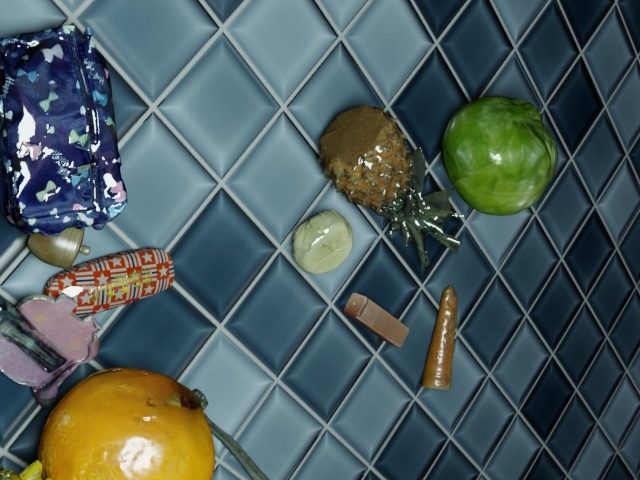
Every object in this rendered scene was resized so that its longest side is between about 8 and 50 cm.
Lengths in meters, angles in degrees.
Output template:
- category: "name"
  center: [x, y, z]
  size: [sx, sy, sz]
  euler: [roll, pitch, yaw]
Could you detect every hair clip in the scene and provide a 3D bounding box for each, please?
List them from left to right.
- category: "hair clip"
  center: [-0.382, 0.132, 1.091]
  size: [0.146, 0.056, 0.187]
  euler: [-40, 135, 0]

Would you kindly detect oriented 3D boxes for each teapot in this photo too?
- category: "teapot"
  center: [-0.350, -0.012, 1.110]
  size: [0.080, 0.085, 0.110]
  euler: [20, 57, -19]

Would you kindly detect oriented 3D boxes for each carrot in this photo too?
- category: "carrot"
  center: [0.249, 0.196, 1.653]
  size: [0.061, 0.061, 0.210]
  euler: [7, 92, -41]

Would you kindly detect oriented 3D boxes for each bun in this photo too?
- category: "bun"
  center: [0.000, 0.000, 1.386]
  size: [0.115, 0.069, 0.115]
  euler: [-21, 132, -25]

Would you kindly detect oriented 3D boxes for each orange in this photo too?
- category: "orange"
  center: [-0.264, 0.297, 1.123]
  size: [0.246, 0.246, 0.246]
  euler: [-11, 107, -38]

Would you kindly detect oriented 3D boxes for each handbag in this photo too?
- category: "handbag"
  center: [-0.335, -0.135, 1.037]
  size: [0.161, 0.113, 0.260]
  euler: [-12, 99, -32]

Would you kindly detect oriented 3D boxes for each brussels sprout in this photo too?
- category: "brussels sprout"
  center: [0.338, -0.164, 1.539]
  size: [0.244, 0.244, 0.244]
  euler: [-11, 107, -38]

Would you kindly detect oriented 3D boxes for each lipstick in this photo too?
- category: "lipstick"
  center: [0.106, 0.150, 1.525]
  size: [0.145, 0.045, 0.045]
  euler: [38, 74, -40]

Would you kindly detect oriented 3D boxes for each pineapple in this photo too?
- category: "pineapple"
  center: [0.135, -0.090, 1.442]
  size: [0.364, 0.165, 0.166]
  euler: [41, 74, -47]

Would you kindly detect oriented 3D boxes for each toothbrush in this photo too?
- category: "toothbrush"
  center: [-0.142, 0.353, 1.377]
  size: [0.031, 0.030, 0.297]
  euler: [-53, 128, -30]

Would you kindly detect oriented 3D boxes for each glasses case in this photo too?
- category: "glasses case"
  center: [-0.296, 0.059, 1.164]
  size: [0.194, 0.049, 0.073]
  euler: [-18, 111, -36]

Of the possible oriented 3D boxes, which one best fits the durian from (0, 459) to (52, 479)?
- category: "durian"
  center: [-0.460, 0.378, 0.975]
  size: [0.292, 0.258, 0.258]
  euler: [2, 100, -23]
